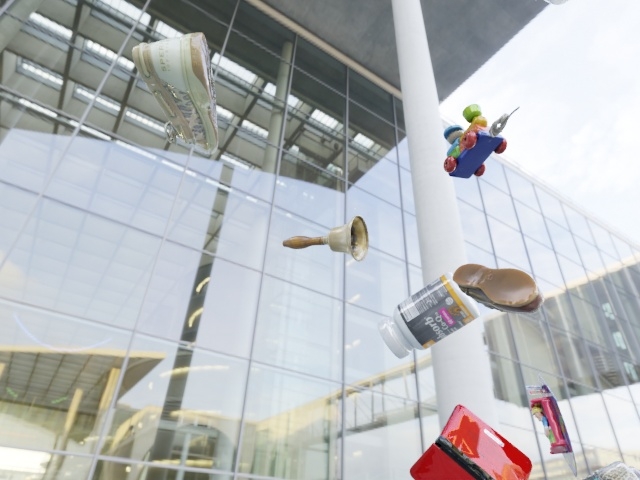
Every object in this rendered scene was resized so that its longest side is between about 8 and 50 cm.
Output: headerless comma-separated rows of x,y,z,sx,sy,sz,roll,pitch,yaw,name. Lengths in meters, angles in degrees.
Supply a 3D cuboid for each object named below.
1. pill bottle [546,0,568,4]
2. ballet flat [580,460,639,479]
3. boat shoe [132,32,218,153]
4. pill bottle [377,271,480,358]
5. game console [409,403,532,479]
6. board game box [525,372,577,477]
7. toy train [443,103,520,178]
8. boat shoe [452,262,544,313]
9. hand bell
0.572,-0.745,1.156,0.153,0.264,0.153,-20,-36,-15,pill bottle
0.445,0.513,0.552,0.182,0.164,0.482,-32,-88,14,ballet flat
-0.207,-0.214,0.661,0.090,0.104,0.285,-5,-12,-11,boat shoe
0.324,0.233,1.314,0.279,0.162,0.162,-37,-48,13,pill bottle
0.241,0.365,0.697,0.144,0.124,0.085,38,-41,15,game console
0.381,0.309,0.729,0.033,0.133,0.169,-15,0,15,board game box
0.383,-0.274,1.038,0.105,0.143,0.248,5,-32,-15,toy train
0.322,0.090,0.773,0.073,0.207,0.073,-45,-75,-4,boat shoe
0.000,0.000,1.205,0.242,0.126,0.126,-3,-34,29,hand bell
